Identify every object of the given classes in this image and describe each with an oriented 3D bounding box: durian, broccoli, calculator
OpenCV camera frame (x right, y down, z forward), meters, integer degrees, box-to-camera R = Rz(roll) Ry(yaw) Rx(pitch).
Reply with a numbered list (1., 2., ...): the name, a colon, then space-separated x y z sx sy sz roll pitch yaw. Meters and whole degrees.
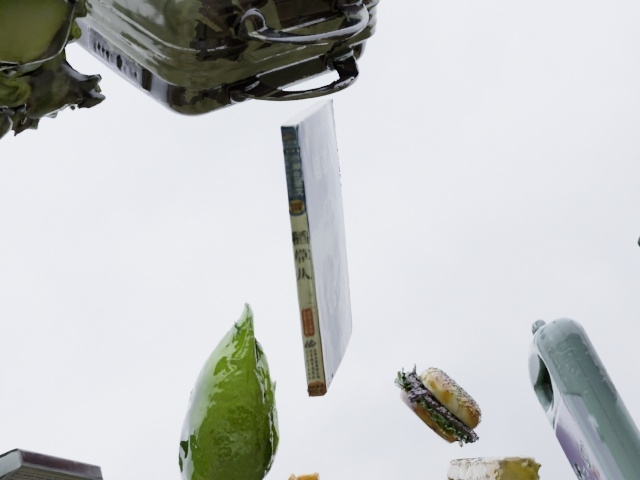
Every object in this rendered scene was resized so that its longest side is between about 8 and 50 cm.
1. durian: -0.103 0.198 1.189 0.101 0.139 0.250 0 -56 -20
2. broccoli: -0.363 -0.227 1.049 0.324 0.272 0.334 -44 -36 23
3. calculator: 0.230 0.170 0.886 0.045 0.246 0.141 -22 -25 -2

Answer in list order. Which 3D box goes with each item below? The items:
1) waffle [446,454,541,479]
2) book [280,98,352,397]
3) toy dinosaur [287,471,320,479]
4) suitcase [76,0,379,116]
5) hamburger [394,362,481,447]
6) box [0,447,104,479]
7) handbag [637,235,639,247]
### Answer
1. waffle: 0.189 0.346 1.185 0.055 0.221 0.248 -2 -12 -7
2. book: 0.000 0.000 1.765 0.039 0.300 0.428 -2 -75 12
3. toy dinosaur: -0.061 0.342 1.379 0.117 0.070 0.288 -33 -23 12
4. suitcase: -0.099 -0.271 1.310 0.351 0.339 0.194 -26 -39 -39
5. hamburger: 0.214 0.288 1.950 0.093 0.189 0.164 -48 -14 -1
6. box: -0.396 0.332 1.500 0.115 0.036 0.177 -27 -28 18
7. handbag: 0.653 -0.029 1.683 0.260 0.247 0.079 -54 -38 -24
